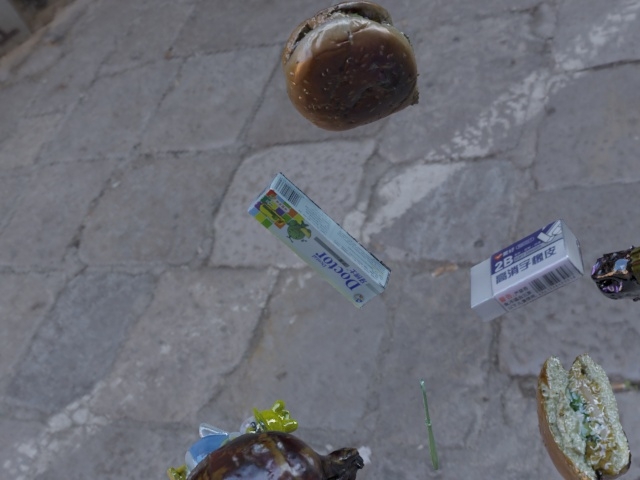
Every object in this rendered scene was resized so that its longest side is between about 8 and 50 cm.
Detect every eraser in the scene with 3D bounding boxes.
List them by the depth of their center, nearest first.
[{"bbox_3d":[0.385,0.059,1.463,0.210,0.068,0.124,-32,28,30],"label":"eraser"}]

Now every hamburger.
[{"bbox_3d":[0.057,-0.312,1.432,0.243,0.286,0.146,-50,47,31],"label":"hamburger"},{"bbox_3d":[0.508,0.377,1.540,0.143,0.157,0.283,0,49,-2],"label":"hamburger"}]

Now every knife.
[{"bbox_3d":[0.190,0.323,1.346,0.014,0.207,0.030,-9,29,5],"label":"knife"}]

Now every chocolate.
[{"bbox_3d":[0.306,0.026,0.720,0.072,0.147,0.070,28,58,1],"label":"chocolate"}]

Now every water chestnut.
[{"bbox_3d":[-0.072,0.392,1.116,0.289,0.289,0.244,-6,39,25],"label":"water chestnut"}]

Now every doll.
[{"bbox_3d":[-0.152,0.376,1.383,0.241,0.099,0.135,-33,35,-13],"label":"doll"}]

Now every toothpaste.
[{"bbox_3d":[0.000,0.000,0.806,0.046,0.164,0.034,-40,15,35],"label":"toothpaste"}]
